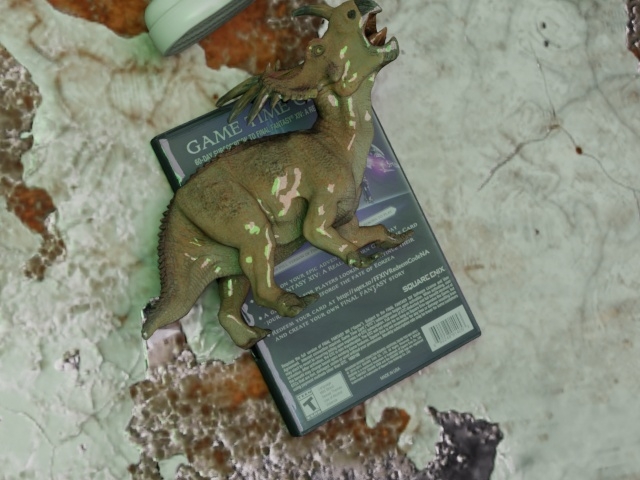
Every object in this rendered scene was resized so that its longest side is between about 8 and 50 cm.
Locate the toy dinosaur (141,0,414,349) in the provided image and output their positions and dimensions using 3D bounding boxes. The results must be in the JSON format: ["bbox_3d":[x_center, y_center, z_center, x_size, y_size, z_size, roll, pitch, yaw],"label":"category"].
[{"bbox_3d":[-0.047,-0.042,1.238,0.295,0.127,0.200,-35,88,-12],"label":"toy dinosaur"}]

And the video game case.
[{"bbox_3d":[0.000,0.000,1.324,0.196,0.026,0.274,-27,91,-24],"label":"video game case"}]

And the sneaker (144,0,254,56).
[{"bbox_3d":[-0.081,-0.288,1.300,0.169,0.108,0.292,49,57,-7],"label":"sneaker"}]
